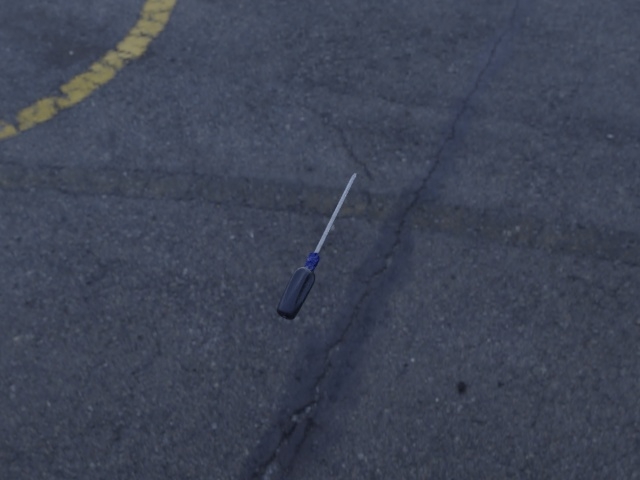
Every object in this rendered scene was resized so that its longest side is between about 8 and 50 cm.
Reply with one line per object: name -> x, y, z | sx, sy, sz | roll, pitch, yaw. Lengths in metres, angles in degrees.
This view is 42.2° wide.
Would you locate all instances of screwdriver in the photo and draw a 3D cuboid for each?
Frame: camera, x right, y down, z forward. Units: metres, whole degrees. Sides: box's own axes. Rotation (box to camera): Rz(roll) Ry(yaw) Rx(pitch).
screwdriver -> 0.000, 0.000, 0.796 | 0.024, 0.025, 0.169 | 14, 67, 25
